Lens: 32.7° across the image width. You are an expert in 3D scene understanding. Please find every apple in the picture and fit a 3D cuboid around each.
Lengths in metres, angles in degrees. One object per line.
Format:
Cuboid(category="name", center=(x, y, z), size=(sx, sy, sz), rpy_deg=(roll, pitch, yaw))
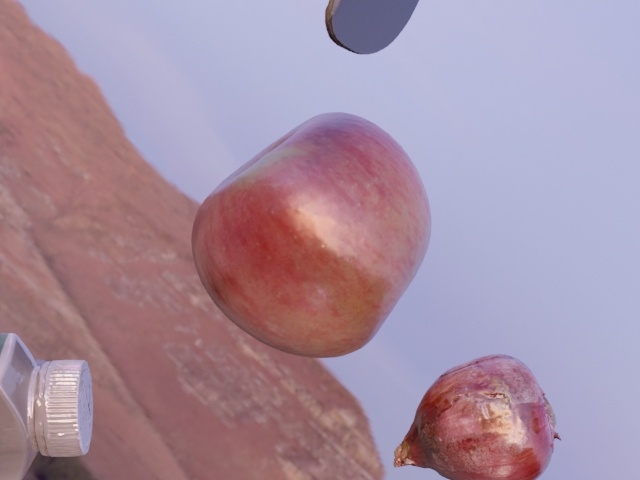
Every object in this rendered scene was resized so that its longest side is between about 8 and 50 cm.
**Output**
Cuboid(category="apple", center=(0.000, 0.000, 1.399), size=(0.269, 0.345, 0.345), rpy_deg=(53, -9, -7))

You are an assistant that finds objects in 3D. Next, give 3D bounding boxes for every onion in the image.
Cuboid(category="onion", center=(0.173, 0.218, 1.258), size=(0.159, 0.195, 0.159), rpy_deg=(-18, 90, -85))

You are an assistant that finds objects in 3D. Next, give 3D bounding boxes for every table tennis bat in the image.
Cuboid(category="table tennis bat", center=(0.040, -0.255, 1.065), size=(0.022, 0.138, 0.246), rpy_deg=(33, 13, 27))

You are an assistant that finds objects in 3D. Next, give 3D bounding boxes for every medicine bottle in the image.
Cuboid(category="medicine bottle", center=(-0.309, 0.156, 0.997), size=(0.088, 0.189, 0.132), rpy_deg=(-96, -173, -60))

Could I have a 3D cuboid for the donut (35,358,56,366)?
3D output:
Cuboid(category="donut", center=(-0.471, 0.232, 1.642), size=(0.216, 0.095, 0.230), rpy_deg=(11, 4, -5))
